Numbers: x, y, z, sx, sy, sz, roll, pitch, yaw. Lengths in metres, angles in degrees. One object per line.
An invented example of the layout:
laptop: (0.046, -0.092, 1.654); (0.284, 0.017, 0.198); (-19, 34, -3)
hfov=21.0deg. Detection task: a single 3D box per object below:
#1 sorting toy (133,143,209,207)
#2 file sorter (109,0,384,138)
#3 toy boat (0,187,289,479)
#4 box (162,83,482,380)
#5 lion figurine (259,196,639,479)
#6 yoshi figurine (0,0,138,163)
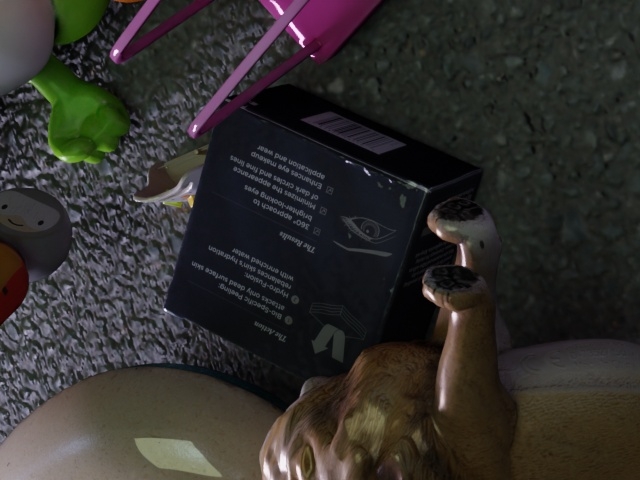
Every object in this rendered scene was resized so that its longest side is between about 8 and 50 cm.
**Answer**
sorting toy: (-0.090, -0.041, 1.183); (0.083, 0.075, 0.045); (-21, 90, 31)
file sorter: (-0.085, -0.237, 1.024); (0.291, 0.182, 0.202); (48, 135, 1)
toy boat: (-0.147, 0.114, 1.201); (0.267, 0.148, 0.318); (-23, 113, 33)
box: (0.000, 0.000, 1.131); (0.156, 0.093, 0.158); (26, 111, 21)
lion figurine: (0.159, 0.097, 1.001); (0.392, 0.142, 0.240); (0, 121, 1)
yoshi figurine: (-0.255, -0.098, 1.197); (0.203, 0.203, 0.362); (45, 131, -3)
